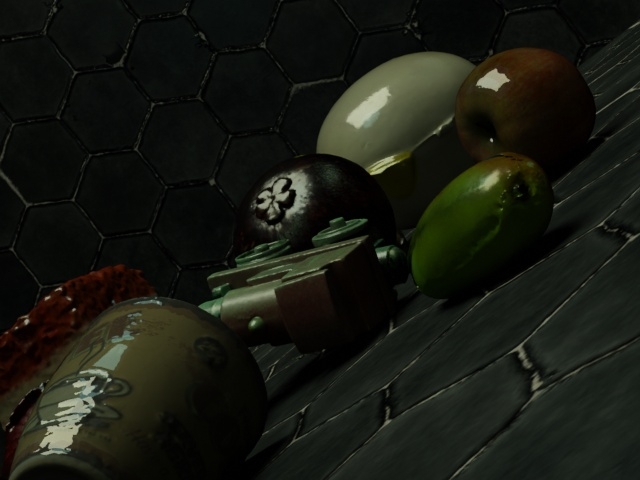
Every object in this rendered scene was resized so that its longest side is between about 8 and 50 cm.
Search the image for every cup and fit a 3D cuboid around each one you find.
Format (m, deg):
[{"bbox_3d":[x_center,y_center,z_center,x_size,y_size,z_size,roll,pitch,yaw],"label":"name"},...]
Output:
[{"bbox_3d":[-0.220,0.239,1.238,0.301,0.227,0.257,-63,-7,30],"label":"cup"}]

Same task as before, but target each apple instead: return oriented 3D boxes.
[{"bbox_3d":[0.291,-0.180,1.688,0.174,0.188,0.188,-34,0,-27],"label":"apple"}]

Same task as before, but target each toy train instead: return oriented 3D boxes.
[{"bbox_3d":[-0.037,0.077,1.602,0.304,0.150,0.221,-16,11,31],"label":"toy train"}]

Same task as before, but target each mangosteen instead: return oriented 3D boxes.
[{"bbox_3d":[0.000,0.000,1.939,0.288,0.288,0.288,-38,2,2],"label":"mangosteen"}]

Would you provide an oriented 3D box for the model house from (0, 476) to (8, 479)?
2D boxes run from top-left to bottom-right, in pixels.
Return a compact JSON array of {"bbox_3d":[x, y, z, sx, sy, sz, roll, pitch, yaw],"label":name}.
[{"bbox_3d":[-0.532,0.412,1.672,0.291,0.253,0.184,-33,38,61],"label":"model house"}]

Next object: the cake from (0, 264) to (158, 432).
[{"bbox_3d":[-0.375,0.245,2.039,0.269,0.319,0.270,-40,-4,20],"label":"cake"}]

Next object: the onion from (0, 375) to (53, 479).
[{"bbox_3d":[-0.352,0.334,1.806,0.272,0.195,0.272,-20,49,26],"label":"onion"}]

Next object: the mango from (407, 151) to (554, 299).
[{"bbox_3d":[0.167,-0.013,1.267,0.125,0.111,0.233,-24,-18,-29],"label":"mango"}]

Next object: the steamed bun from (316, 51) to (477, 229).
[{"bbox_3d":[0.170,-0.187,2.242,0.374,0.334,0.334,-41,3,-15],"label":"steamed bun"}]
